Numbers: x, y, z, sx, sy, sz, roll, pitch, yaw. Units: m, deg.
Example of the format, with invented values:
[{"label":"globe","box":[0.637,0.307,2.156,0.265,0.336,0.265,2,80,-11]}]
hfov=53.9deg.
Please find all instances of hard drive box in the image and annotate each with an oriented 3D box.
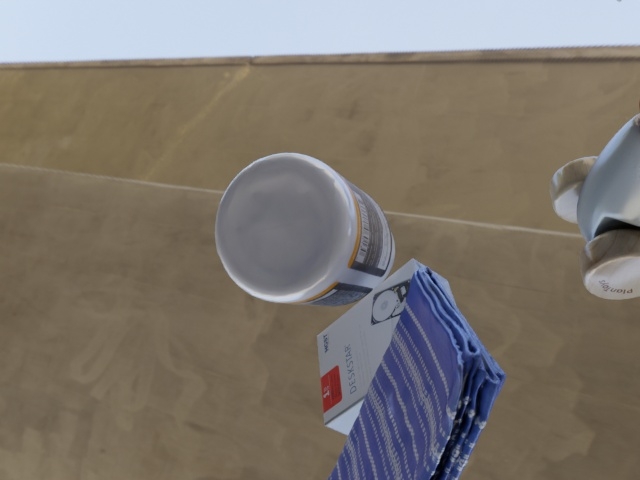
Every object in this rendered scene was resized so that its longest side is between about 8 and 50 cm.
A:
[{"label":"hard drive box","box":[0.107,0.173,0.980,0.232,0.089,0.181,-44,-148,28]}]

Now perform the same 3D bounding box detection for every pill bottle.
[{"label":"pill bottle","box":[0.000,0.000,0.777,0.162,0.278,0.162,-2,-97,18]}]

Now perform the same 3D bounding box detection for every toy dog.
[{"label":"toy dog","box":[0.354,-0.075,0.597,0.160,0.334,0.220,3,-109,-4]}]

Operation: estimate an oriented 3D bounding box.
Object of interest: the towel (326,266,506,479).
[{"label":"towel","box":[0.061,0.207,0.615,0.243,0.040,0.336,-102,-148,-73]}]
